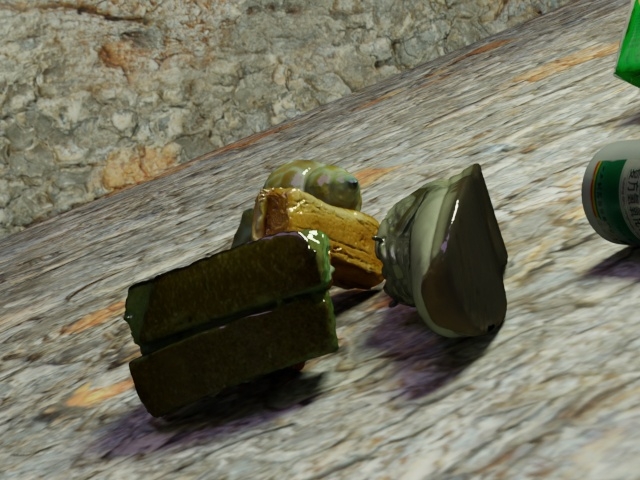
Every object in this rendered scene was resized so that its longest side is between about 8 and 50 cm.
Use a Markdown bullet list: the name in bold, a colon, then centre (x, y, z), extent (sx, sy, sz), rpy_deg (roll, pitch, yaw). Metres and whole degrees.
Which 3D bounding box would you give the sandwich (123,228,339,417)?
- **sandwich**: centre (-0.049, 0.061, 0.877), extent (0.185, 0.109, 0.160), rpy_deg (-17, -8, 24)

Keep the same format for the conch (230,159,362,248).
- **conch**: centre (-0.019, -0.013, 1.107), extent (0.173, 0.106, 0.116), rpy_deg (-52, -30, 17)

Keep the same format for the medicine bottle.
- **medicine bottle**: centre (0.255, -0.034, 0.810), extent (0.080, 0.080, 0.130), rpy_deg (-25, 12, -22)

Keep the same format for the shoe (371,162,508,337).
- **shoe**: centre (0.087, 0.011, 0.863), extent (0.098, 0.103, 0.275), rpy_deg (-19, 5, 13)

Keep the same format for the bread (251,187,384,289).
- **bread**: centre (0.000, 0.000, 0.991), extent (0.132, 0.074, 0.053), rpy_deg (16, -28, -39)

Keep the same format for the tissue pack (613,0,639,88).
- **tissue pack**: centre (0.459, -0.230, 1.245), extent (0.156, 0.148, 0.209), rpy_deg (18, -7, -24)
